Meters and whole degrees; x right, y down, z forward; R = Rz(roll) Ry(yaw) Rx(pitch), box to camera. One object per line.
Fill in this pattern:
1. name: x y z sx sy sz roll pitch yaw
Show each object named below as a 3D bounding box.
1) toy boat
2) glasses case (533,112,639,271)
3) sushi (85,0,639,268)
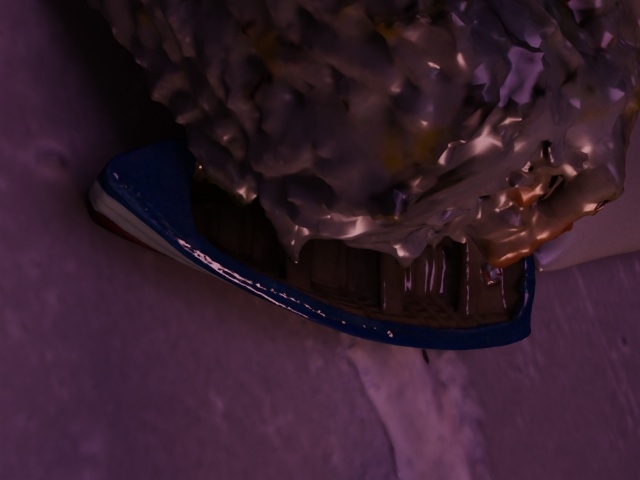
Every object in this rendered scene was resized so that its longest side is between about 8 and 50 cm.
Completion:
1. toy boat: 0.000 0.000 0.584 0.229 0.046 0.080 12 73 -40
2. glasses case: 0.200 -0.054 0.752 0.308 0.083 0.128 -2 81 -42
3. sushi: 0.013 -0.115 0.538 0.274 0.139 0.184 53 37 2
